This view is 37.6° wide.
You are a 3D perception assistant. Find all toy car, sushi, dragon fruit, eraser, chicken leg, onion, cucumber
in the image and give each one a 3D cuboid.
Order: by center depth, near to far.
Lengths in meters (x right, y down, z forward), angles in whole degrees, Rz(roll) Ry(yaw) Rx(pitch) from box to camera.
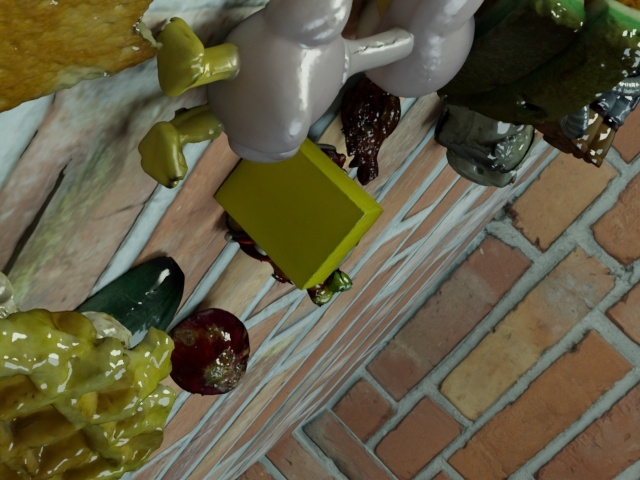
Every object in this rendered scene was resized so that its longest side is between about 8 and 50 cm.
[{"bbox_3d":[-0.209,0.109,0.833,0.244,0.063,0.115,-45,169,-11],"label":"cucumber"},{"bbox_3d":[-0.021,-0.032,0.837,0.097,0.122,0.045,-51,166,25],"label":"eraser"},{"bbox_3d":[-0.012,-0.020,0.935,0.139,0.112,0.112,-48,168,16],"label":"toy car"},{"bbox_3d":[0.048,-0.111,0.950,0.205,0.053,0.093,21,83,-76],"label":"chicken leg"},{"bbox_3d":[-0.016,0.011,1.083,0.142,0.175,0.138,-4,137,-26],"label":"dragon fruit"},{"bbox_3d":[-0.133,0.131,1.107,0.107,0.097,0.107,-16,116,-37],"label":"onion"},{"bbox_3d":[0.237,-0.151,1.330,0.130,0.124,0.332,-59,166,5],"label":"sushi"}]

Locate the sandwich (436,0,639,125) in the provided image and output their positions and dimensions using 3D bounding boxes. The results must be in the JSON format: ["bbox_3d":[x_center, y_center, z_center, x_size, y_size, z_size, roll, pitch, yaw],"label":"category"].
[{"bbox_3d":[0.188,-0.207,0.849,0.212,0.109,0.292,-62,-161,10],"label":"sandwich"}]

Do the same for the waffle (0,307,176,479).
[{"bbox_3d":[-0.242,0.130,0.537,0.325,0.068,0.302,11,137,-44],"label":"waffle"}]

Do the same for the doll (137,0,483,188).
[{"bbox_3d":[0.027,-0.145,0.692,0.365,0.094,0.160,-37,158,-40],"label":"doll"}]

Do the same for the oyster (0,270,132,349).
[{"bbox_3d":[-0.221,0.081,0.616,0.191,0.081,0.163,2,139,-28],"label":"oyster"}]

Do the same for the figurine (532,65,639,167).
[{"bbox_3d":[0.383,-0.286,1.152,0.382,0.186,0.261,-59,155,4],"label":"figurine"}]

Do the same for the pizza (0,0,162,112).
[{"bbox_3d":[-0.124,-0.117,0.404,0.262,0.034,0.181,-30,161,-51],"label":"pizza"}]
